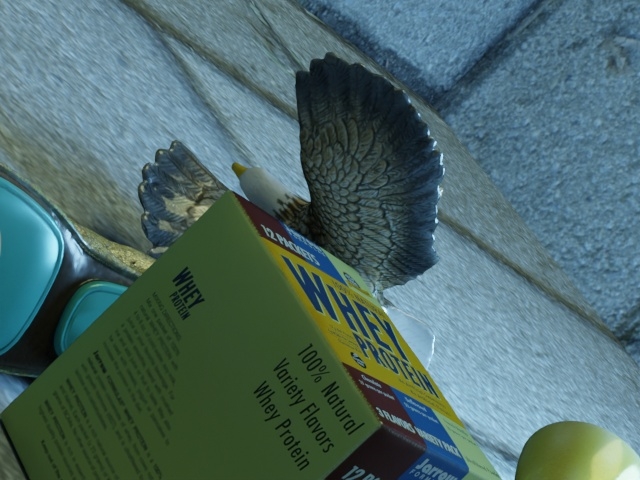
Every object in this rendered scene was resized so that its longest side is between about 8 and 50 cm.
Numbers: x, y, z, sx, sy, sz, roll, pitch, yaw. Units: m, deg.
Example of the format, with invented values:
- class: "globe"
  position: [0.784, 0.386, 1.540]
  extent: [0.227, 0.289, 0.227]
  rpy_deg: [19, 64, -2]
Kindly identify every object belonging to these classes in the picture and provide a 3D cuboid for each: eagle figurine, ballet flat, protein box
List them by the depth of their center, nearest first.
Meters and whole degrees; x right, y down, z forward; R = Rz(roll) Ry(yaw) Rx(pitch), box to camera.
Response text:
- class: "protein box"
  position: [-0.043, 0.122, 1.132]
  extent: [0.136, 0.201, 0.200]
  rpy_deg: [32, 18, -48]
- class: "ballet flat"
  position: [-0.191, 0.024, 1.216]
  extent: [0.348, 0.123, 0.123]
  rpy_deg: [31, 19, -48]
- class: "eagle figurine"
  position: [-0.010, -0.005, 1.663]
  extent: [0.225, 0.226, 0.298]
  rpy_deg: [12, -14, 13]

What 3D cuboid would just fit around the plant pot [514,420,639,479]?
- class: "plant pot"
  position: [0.240, 0.255, 1.880]
  extent: [0.134, 0.134, 0.095]
  rpy_deg: [45, 38, -3]
